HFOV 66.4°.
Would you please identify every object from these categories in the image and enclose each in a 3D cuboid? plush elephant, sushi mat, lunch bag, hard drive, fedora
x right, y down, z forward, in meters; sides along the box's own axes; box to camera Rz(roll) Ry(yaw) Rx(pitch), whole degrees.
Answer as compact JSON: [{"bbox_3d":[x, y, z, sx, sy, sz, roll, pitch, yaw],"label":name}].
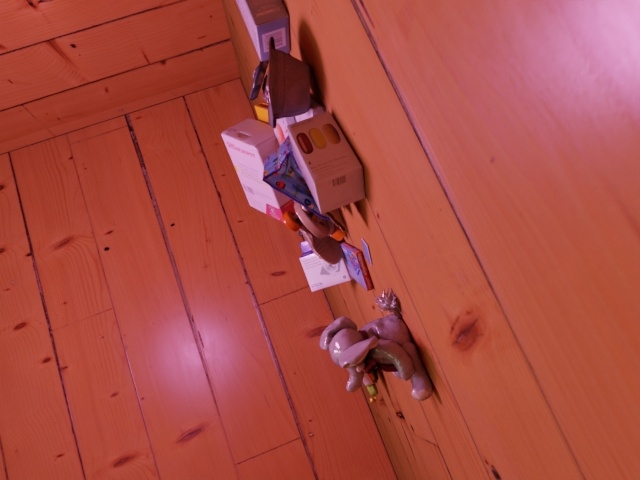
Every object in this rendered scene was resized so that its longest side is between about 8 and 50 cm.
[{"bbox_3d":[0.145,0.336,1.454,0.272,0.255,0.330,-139,30,-77],"label":"plush elephant"},{"bbox_3d":[-0.002,-0.169,1.525,0.151,0.019,0.316,41,-159,-44],"label":"sushi mat"},{"bbox_3d":[-0.047,-0.189,1.677,0.293,0.138,0.221,42,-163,-21],"label":"lunch bag"},{"bbox_3d":[-0.028,-0.377,1.648,0.353,0.047,0.233,-120,11,-57],"label":"hard drive"},{"bbox_3d":[-0.092,-0.456,1.438,0.275,0.124,0.243,113,157,-73],"label":"fedora"}]

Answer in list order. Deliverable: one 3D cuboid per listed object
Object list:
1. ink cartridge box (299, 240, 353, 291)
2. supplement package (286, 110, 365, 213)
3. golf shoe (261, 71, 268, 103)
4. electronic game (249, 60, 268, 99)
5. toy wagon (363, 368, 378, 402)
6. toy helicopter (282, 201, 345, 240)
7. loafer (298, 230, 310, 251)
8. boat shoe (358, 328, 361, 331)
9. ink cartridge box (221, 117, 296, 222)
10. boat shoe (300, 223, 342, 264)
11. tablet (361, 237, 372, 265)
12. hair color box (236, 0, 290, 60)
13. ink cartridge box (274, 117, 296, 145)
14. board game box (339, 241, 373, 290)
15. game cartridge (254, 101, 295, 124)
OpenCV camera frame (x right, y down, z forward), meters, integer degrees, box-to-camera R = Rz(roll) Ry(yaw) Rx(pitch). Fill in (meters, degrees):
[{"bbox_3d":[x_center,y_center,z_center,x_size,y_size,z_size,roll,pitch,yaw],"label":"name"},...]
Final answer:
[{"bbox_3d":[0.016,0.088,2.084,0.045,0.223,0.224,-19,-93,-54],"label":"ink cartridge box"},{"bbox_3d":[0.013,-0.221,1.366,0.134,0.139,0.244,76,170,-55],"label":"supplement package"},{"bbox_3d":[-0.189,-0.593,2.095,0.120,0.105,0.272,113,137,-73],"label":"golf shoe"},{"bbox_3d":[-0.266,-0.719,2.116,0.229,0.048,0.229,-162,90,-79],"label":"electronic game"},{"bbox_3d":[0.209,0.600,2.340,0.344,0.068,0.267,67,-169,20],"label":"toy wagon"},{"bbox_3d":[-0.017,-0.116,1.934,0.235,0.140,0.355,40,-160,-20],"label":"toy helicopter"},{"bbox_3d":[-0.056,-0.018,2.182,0.109,0.095,0.302,41,-155,-82],"label":"loafer"},{"bbox_3d":[0.212,0.494,2.230,0.183,0.065,0.083,-114,3,-49],"label":"boat shoe"},{"bbox_3d":[-0.232,-0.302,2.093,0.279,0.160,0.384,29,147,43],"label":"ink cartridge box"},{"bbox_3d":[0.000,0.000,2.014,0.285,0.105,0.089,53,171,32],"label":"boat shoe"},{"bbox_3d":[0.152,0.037,1.596,0.054,0.006,0.083,-120,11,-55],"label":"tablet"},{"bbox_3d":[-0.213,-0.803,1.588,0.185,0.114,0.374,98,150,-76],"label":"hair color box"},{"bbox_3d":[-0.150,-0.465,1.839,0.179,0.045,0.145,66,157,1],"label":"ink cartridge box"},{"bbox_3d":[0.132,0.090,1.835,0.281,0.027,0.145,-142,32,-79],"label":"board game box"},{"bbox_3d":[-0.136,-0.401,2.042,0.285,0.053,0.323,31,149,42],"label":"game cartridge"}]
